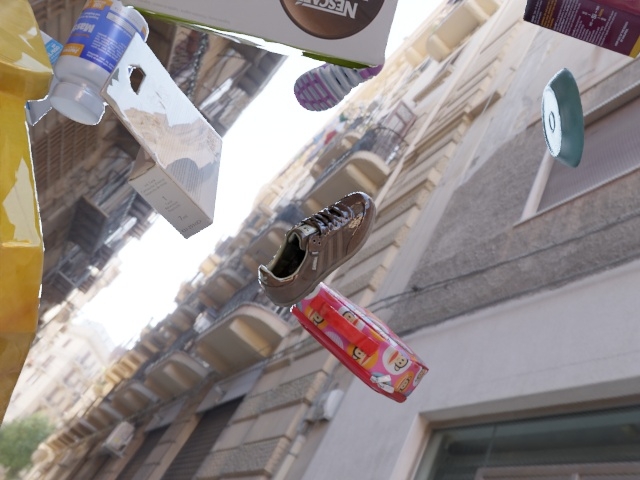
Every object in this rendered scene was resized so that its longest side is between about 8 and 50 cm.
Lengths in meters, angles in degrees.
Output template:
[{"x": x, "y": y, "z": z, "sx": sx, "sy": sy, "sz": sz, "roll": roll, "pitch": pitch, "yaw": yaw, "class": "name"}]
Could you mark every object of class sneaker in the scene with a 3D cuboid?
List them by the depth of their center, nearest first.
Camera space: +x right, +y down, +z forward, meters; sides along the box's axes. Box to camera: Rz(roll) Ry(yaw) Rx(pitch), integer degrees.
[{"x": 0.000, "y": 0.000, "z": 0.690, "sx": 0.066, "sy": 0.188, "sz": 0.071, "roll": 30, "pitch": -20, "yaw": 33, "class": "sneaker"}, {"x": 0.048, "y": -0.360, "z": 1.201, "sx": 0.236, "sy": 0.104, "sz": 0.095, "roll": -23, "pitch": -68, "yaw": 34, "class": "sneaker"}]

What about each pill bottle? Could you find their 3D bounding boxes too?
[{"x": -0.518, "y": -0.414, "z": 1.294, "sx": 0.152, "sy": 0.272, "sz": 0.152, "roll": 15, "pitch": -19, "yaw": 5, "class": "pill bottle"}]

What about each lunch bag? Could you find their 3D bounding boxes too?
[{"x": 0.080, "y": 0.208, "z": 1.188, "sx": 0.293, "sy": 0.120, "sz": 0.258, "roll": 38, "pitch": -3, "yaw": 31, "class": "lunch bag"}]

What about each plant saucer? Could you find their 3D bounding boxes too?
[{"x": 0.287, "y": -0.144, "z": 0.670, "sx": 0.021, "sy": 0.119, "sz": 0.119, "roll": -8, "pitch": -49, "yaw": 10, "class": "plant saucer"}]

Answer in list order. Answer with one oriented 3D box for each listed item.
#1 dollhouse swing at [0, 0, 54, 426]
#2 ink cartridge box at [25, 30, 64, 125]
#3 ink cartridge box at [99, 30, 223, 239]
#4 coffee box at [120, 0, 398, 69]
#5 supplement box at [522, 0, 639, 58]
[{"x": -0.390, "y": -0.015, "z": 0.447, "sx": 0.315, "sy": 0.305, "sz": 0.347, "roll": 18, "pitch": -51, "yaw": -27, "class": "dollhouse swing"}, {"x": -0.787, "y": -0.454, "z": 1.422, "sx": 0.232, "sy": 0.168, "sz": 0.171, "roll": 34, "pitch": -27, "yaw": -6, "class": "ink cartridge box"}, {"x": -0.272, "y": -0.184, "z": 0.946, "sx": 0.066, "sy": 0.296, "sz": 0.261, "roll": -28, "pitch": -56, "yaw": 14, "class": "ink cartridge box"}, {"x": -0.049, "y": -0.444, "z": 0.788, "sx": 0.337, "sy": 0.338, "sz": 0.335, "roll": 13, "pitch": -74, "yaw": -5, "class": "coffee box"}, {"x": 0.432, "y": -0.378, "z": 0.873, "sx": 0.188, "sy": 0.104, "sz": 0.081, "roll": 28, "pitch": -19, "yaw": 18, "class": "supplement box"}]
